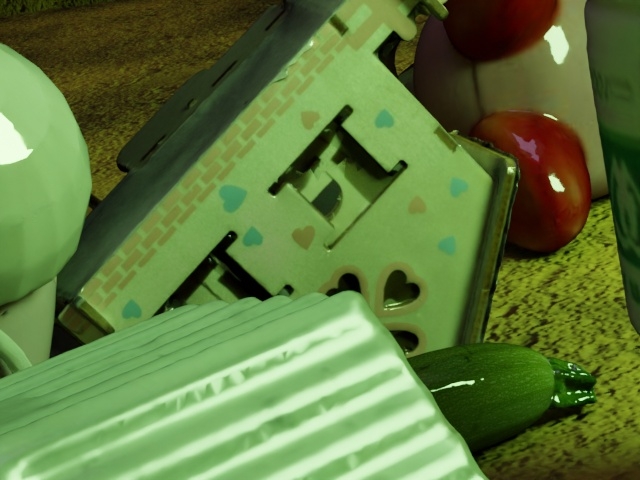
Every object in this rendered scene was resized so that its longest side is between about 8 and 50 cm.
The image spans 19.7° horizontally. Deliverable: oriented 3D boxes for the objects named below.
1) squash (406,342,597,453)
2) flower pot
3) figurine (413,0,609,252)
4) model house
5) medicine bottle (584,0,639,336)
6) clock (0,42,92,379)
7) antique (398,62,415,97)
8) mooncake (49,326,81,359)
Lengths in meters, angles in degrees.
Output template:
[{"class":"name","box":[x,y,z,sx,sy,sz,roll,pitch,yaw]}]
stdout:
[{"class":"squash","box":[0.049,0.103,1.065,0.252,0.066,0.066,-18,16,-26]},{"class":"flower pot","box":[-0.057,0.146,0.691,0.189,0.209,0.239,-22,8,-37]},{"class":"figurine","box":[0.173,-0.136,1.539,0.211,0.270,0.261,-5,6,43]},{"class":"model house","box":[0.000,0.000,1.178,0.326,0.244,0.169,-48,19,-5]},{"class":"medicine bottle","box":[0.243,-0.015,0.858,0.212,0.325,0.212,-12,14,3]},{"class":"clock","box":[-0.231,0.057,0.969,0.184,0.342,0.326,7,5,-16]},{"class":"antique","box":[0.183,-0.146,1.773,0.284,0.150,0.125,-19,16,3]},{"class":"mooncake","box":[-0.190,0.060,1.378,0.130,0.073,0.125,-14,2,-42]}]
